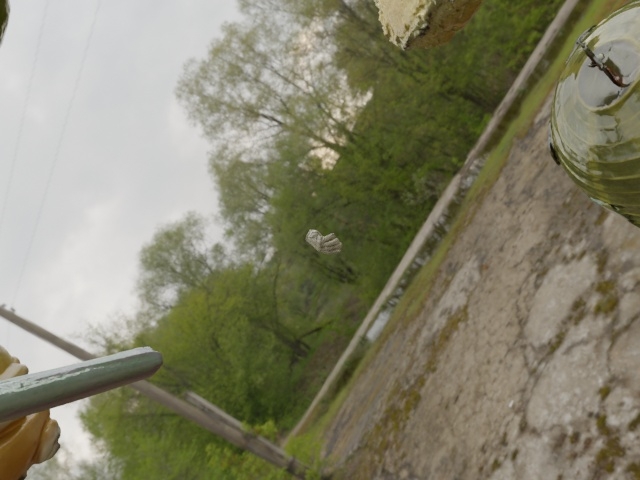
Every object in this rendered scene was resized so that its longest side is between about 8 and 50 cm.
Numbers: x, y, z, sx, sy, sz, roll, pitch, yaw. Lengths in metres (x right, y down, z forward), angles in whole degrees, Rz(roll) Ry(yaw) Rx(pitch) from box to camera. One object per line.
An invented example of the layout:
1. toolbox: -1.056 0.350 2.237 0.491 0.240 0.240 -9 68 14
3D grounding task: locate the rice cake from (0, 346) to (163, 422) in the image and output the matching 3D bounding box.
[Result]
1. rice cake: -0.278 0.151 0.552 0.222 0.042 0.080 -7 -5 -41

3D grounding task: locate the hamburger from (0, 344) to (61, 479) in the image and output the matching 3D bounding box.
1. hamburger: -0.560 0.315 0.853 0.276 0.236 0.276 -25 15 7

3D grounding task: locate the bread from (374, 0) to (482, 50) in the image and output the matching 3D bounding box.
1. bread: 0.171 -0.410 0.865 0.121 0.174 0.245 -20 -2 -10

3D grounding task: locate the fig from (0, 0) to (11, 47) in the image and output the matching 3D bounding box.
1. fig: -0.598 -0.346 0.726 0.343 0.343 0.343 -61 -2 -4

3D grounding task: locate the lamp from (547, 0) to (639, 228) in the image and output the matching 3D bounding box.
1. lamp: 0.340 -0.132 0.534 0.250 0.284 0.250 -25 61 56

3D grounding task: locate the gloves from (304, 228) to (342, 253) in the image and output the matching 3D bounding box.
1. gloves: 0.000 0.002 0.985 0.044 0.081 0.037 96 -173 -69
